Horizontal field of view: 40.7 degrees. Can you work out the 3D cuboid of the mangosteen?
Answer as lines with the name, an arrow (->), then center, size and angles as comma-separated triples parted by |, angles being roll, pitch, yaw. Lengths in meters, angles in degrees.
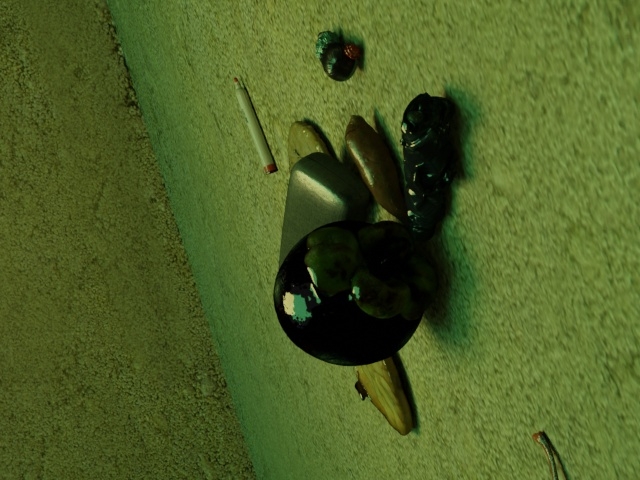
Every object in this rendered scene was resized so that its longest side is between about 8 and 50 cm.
mangosteen -> 0.047, 0.069, 1.214 | 0.243, 0.242, 0.243 | 161, 90, -73

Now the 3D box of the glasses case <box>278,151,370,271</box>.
glasses case -> 0.000, 0.000, 1.446 | 0.131, 0.074, 0.323 | 39, 144, 24

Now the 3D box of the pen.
pen -> -0.139, -0.239, 1.786 | 0.026, 0.026, 0.218 | 138, 112, -72

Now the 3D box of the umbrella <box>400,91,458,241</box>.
umbrella -> 0.132, -0.074, 1.064 | 0.071, 0.080, 0.224 | 22, 146, 19

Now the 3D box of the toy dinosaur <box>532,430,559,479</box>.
toy dinosaur -> 0.290, 0.376, 1.080 | 0.101, 0.055, 0.280 | -21, 87, 64

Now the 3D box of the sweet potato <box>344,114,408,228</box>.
sweet potato -> 0.086, -0.089, 1.214 | 0.195, 0.056, 0.056 | 65, 163, -1

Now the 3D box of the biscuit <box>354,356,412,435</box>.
biscuit -> 0.098, 0.226, 1.538 | 0.260, 0.041, 0.203 | 62, 158, 23

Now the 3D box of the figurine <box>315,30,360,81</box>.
figurine -> 0.022, -0.268, 1.228 | 0.060, 0.047, 0.106 | -58, 34, 22

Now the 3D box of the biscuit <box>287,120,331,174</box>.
biscuit -> -0.009, -0.104, 1.517 | 0.220, 0.033, 0.220 | 56, 158, 37
